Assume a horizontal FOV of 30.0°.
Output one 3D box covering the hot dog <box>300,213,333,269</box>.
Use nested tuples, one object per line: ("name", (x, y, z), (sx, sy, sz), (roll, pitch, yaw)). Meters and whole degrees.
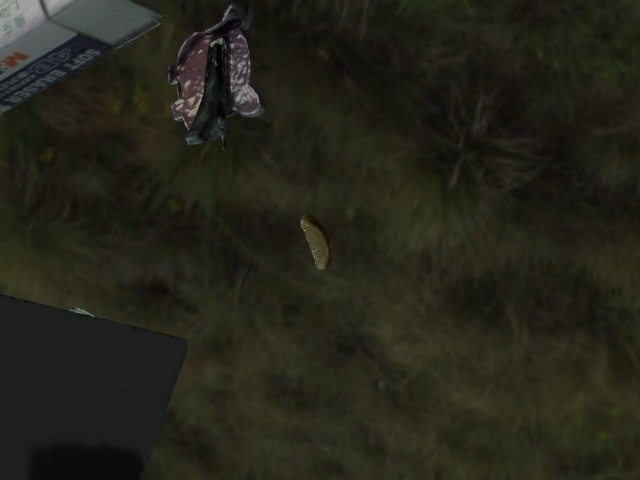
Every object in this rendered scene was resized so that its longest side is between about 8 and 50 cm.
("hot dog", (0.000, 0.000, 1.838), (0.034, 0.030, 0.090), (-16, 99, 24))

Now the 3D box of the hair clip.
("hair clip", (-0.135, -0.192, 1.479), (0.146, 0.187, 0.056), (-20, 148, 36))

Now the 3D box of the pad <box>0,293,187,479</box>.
("pad", (-0.180, 0.140, 0.750), (0.143, 0.211, 0.003), (16, -165, -20))

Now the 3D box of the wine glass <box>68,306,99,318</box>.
("wine glass", (-0.381, 0.212, 1.639), (0.126, 0.241, 0.126), (27, 144, 21))

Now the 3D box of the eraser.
("eraser", (-0.318, -0.215, 1.261), (0.287, 0.086, 0.130), (-25, 163, 20))
